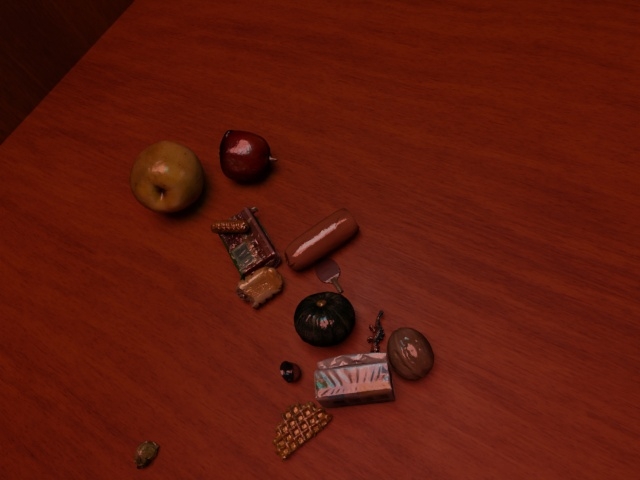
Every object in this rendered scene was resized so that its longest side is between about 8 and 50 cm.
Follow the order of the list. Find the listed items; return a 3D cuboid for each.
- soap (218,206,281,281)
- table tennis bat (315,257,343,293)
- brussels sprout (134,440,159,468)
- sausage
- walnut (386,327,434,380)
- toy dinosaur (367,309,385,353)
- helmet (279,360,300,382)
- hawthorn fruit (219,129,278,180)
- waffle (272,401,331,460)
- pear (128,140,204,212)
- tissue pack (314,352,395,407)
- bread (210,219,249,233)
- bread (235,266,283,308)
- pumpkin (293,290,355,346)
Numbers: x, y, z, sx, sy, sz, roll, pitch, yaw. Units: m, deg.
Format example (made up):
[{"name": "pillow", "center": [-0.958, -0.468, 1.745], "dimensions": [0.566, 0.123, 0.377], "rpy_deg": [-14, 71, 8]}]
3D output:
[{"name": "soap", "center": [-0.284, 0.019, 1.693], "dimensions": [0.218, 0.098, 0.273], "rpy_deg": [-33, 61, -4]}, {"name": "table tennis bat", "center": [0.039, 0.130, 1.607], "dimensions": [0.087, 0.013, 0.156], "rpy_deg": [-31, 59, -5]}, {"name": "brussels sprout", "center": [-0.589, 0.714, 1.447], "dimensions": [0.085, 0.058, 0.085], "rpy_deg": [-5, 77, 22]}, {"name": "sausage", "center": [-0.001, 0.001, 1.619], "dimensions": [0.304, 0.121, 0.121], "rpy_deg": [-35, 61, -6]}, {"name": "walnut", "center": [0.280, 0.354, 1.365], "dimensions": [0.140, 0.140, 0.162], "rpy_deg": [-22, 48, 3]}, {"name": "toy dinosaur", "center": [0.188, 0.308, 1.458], "dimensions": [0.055, 0.049, 0.154], "rpy_deg": [8, 71, 20]}, {"name": "helmet", "center": [-0.095, 0.440, 1.463], "dimensions": [0.084, 0.049, 0.065], "rpy_deg": [30, 107, 51]}, {"name": "hawthorn fruit", "center": [-0.301, -0.350, 1.826], "dimensions": [0.250, 0.215, 0.215], "rpy_deg": [2, 64, 1]}, {"name": "waffle", "center": [-0.065, 0.605, 1.375], "dimensions": [0.161, 0.046, 0.191], "rpy_deg": [15, 69, 21]}, {"name": "pear", "center": [-0.638, -0.262, 1.811], "dimensions": [0.315, 0.314, 0.314], "rpy_deg": [-6, 63, 11]}, {"name": "tissue pack", "center": [0.106, 0.429, 1.359], "dimensions": [0.230, 0.159, 0.145], "rpy_deg": [-10, 58, 9]}, {"name": "bread", "center": [-0.346, -0.053, 1.663], "dimensions": [0.157, 0.044, 0.052], "rpy_deg": [-1, 73, 17]}, {"name": "bread", "center": [-0.223, 0.171, 1.601], "dimensions": [0.177, 0.084, 0.119], "rpy_deg": [-31, 97, -4]}, {"name": "pumpkin", "center": [0.014, 0.265, 1.465], "dimensions": [0.212, 0.151, 0.211], "rpy_deg": [-1, 30, 1]}]
